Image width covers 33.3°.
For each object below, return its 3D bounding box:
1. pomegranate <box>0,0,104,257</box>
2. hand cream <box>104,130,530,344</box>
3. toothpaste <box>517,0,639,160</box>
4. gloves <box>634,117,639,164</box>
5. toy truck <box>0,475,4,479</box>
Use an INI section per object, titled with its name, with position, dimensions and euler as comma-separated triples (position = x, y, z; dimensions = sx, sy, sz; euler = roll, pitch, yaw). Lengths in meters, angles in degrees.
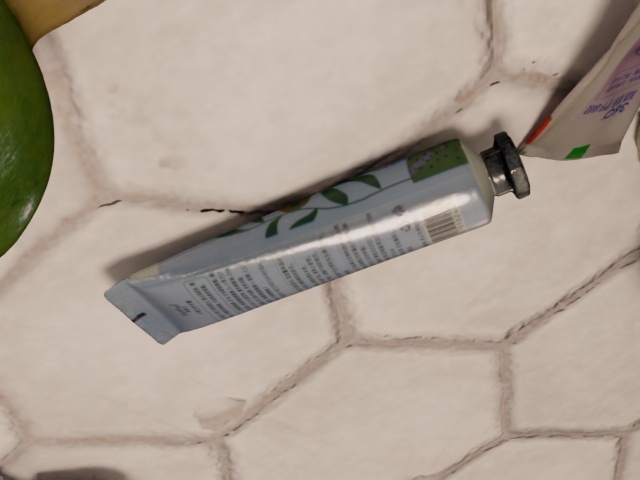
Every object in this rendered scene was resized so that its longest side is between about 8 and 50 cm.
[pomegranate]
position = -0.177, -0.078, 0.451
dimensions = 0.225, 0.187, 0.187
euler = -39, 142, -16
[hand cream]
position = 0.000, 0.000, 0.686
dimensions = 0.271, 0.058, 0.091
euler = -22, 151, 7
[toothpaste]
position = 0.197, -0.147, 0.610
dimensions = 0.075, 0.048, 0.301
euler = -31, 155, -32
[gloves]
position = 0.232, -0.067, 0.724
dimensions = 0.044, 0.037, 0.081
euler = -2, 159, 37
[toy truck]
position = -0.262, 0.250, 0.796
dimensions = 0.268, 0.124, 0.155
euler = -2, 131, -19
